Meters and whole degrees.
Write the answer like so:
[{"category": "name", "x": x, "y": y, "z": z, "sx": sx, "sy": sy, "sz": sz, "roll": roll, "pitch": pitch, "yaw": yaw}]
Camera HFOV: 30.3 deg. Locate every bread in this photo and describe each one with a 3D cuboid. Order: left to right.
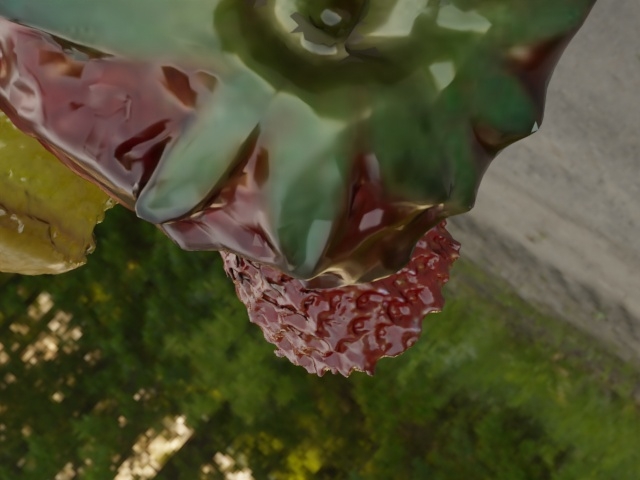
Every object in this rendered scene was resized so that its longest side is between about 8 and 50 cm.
[{"category": "bread", "x": -0.237, "y": -0.090, "z": 0.662, "sx": 0.261, "sy": 0.160, "sz": 0.147, "roll": 31, "pitch": 168, "yaw": 13}]

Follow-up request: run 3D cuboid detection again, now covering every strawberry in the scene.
[{"category": "strawberry", "x": -0.033, "y": -0.169, "z": 0.468, "sx": 0.310, "sy": 0.292, "sz": 0.292, "roll": 49, "pitch": 176, "yaw": 36}, {"category": "strawberry", "x": 0.000, "y": 0.000, "z": 1.083, "sx": 0.234, "sy": 0.234, "sz": 0.178, "roll": 35, "pitch": -177, "yaw": 32}]
